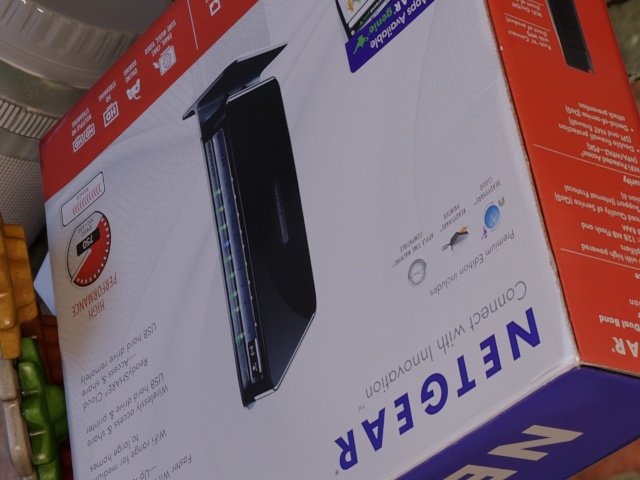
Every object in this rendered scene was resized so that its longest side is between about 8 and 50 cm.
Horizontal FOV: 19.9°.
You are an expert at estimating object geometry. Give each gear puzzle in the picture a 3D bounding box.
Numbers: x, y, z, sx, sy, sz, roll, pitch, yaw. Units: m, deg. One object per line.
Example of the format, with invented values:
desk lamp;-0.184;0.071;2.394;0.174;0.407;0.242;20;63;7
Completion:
gear puzzle;-0.155;0.074;1.024;0.339;0.044;0.175;89;168;-58

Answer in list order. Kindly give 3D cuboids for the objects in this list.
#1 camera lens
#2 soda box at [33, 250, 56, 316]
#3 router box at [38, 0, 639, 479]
camera lens;-0.257;-0.108;1.268;0.274;0.219;0.219;-51;37;28
soda box;-0.100;0.048;1.094;0.074;0.069;0.216;-64;33;11
router box;0.000;0.000;0.840;0.335;0.082;0.301;-39;50;40
